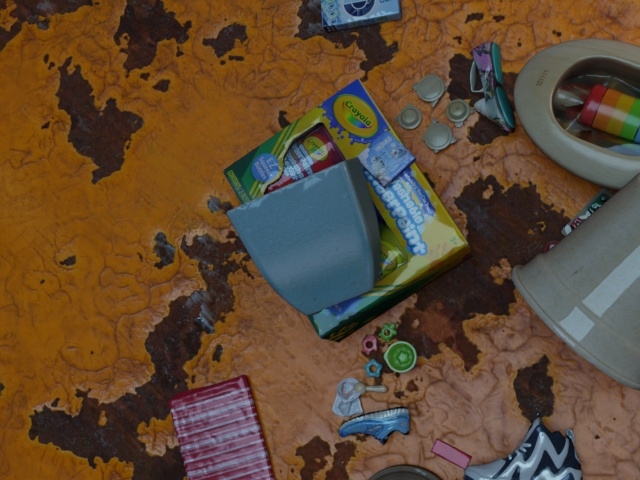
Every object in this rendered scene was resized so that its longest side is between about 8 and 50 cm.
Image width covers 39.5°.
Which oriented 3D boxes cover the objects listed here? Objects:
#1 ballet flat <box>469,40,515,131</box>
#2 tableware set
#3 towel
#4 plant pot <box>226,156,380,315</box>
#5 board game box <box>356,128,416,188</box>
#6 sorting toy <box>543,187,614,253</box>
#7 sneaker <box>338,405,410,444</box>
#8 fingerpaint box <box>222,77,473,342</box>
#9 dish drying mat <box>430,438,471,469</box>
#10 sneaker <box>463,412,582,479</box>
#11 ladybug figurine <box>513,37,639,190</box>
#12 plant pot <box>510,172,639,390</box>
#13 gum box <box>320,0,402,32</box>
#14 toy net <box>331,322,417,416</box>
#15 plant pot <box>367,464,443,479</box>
[{"bbox_3d":[0.374,-0.332,1.973,0.079,0.077,0.222,-19,71,30],"label":"ballet flat"},{"bbox_3d":[0.257,-0.288,2.018,0.168,0.020,0.141,42,91,19],"label":"tableware set"},{"bbox_3d":[-0.223,0.458,2.019,0.198,0.031,0.275,-19,78,10],"label":"towel"},{"bbox_3d":[0.000,0.000,1.761,0.247,0.248,0.252,-23,93,11],"label":"plant pot"},{"bbox_3d":[0.137,-0.170,1.864,0.090,0.020,0.090,-43,72,0],"label":"board game box"},{"bbox_3d":[0.604,-0.031,1.866,0.274,0.046,0.132,-46,73,3],"label":"sorting toy"},{"bbox_3d":[0.116,0.406,1.918,0.162,0.063,0.073,-14,81,13],"label":"sneaker"},{"bbox_3d":[0.059,-0.063,1.958,0.371,0.163,0.445,-33,74,7],"label":"fingerpaint box"},{"bbox_3d":[0.277,0.453,1.893,0.083,0.008,0.032,25,87,19],"label":"dish drying mat"},{"bbox_3d":[0.411,0.428,1.817,0.234,0.094,0.153,-2,79,15],"label":"sneaker"},{"bbox_3d":[0.613,-0.240,1.831,0.449,0.162,0.305,29,82,18],"label":"ladybug figurine"},{"bbox_3d":[0.584,0.055,1.668,0.334,0.334,0.305,45,110,17],"label":"plant pot"},{"bbox_3d":[0.092,-0.585,2.102,0.184,0.041,0.157,-7,79,15],"label":"gum box"},{"bbox_3d":[0.101,0.288,1.950,0.232,0.045,0.122,-42,73,5],"label":"toy net"},{"bbox_3d":[0.170,0.588,1.848,0.237,0.110,0.237,-3,79,15],"label":"plant pot"}]
